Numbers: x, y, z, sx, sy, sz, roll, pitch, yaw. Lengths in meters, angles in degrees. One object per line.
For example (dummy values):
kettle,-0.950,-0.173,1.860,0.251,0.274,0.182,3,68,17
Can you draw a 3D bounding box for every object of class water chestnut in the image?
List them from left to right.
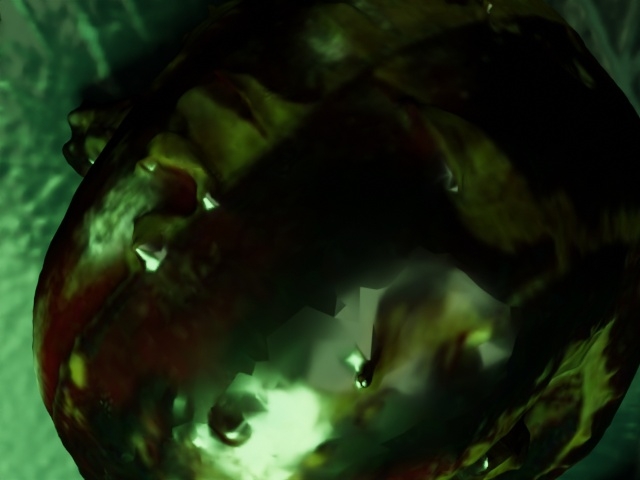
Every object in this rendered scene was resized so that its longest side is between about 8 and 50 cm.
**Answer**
water chestnut,0.000,0.000,0.669,0.300,0.300,0.300,-4,110,-12
